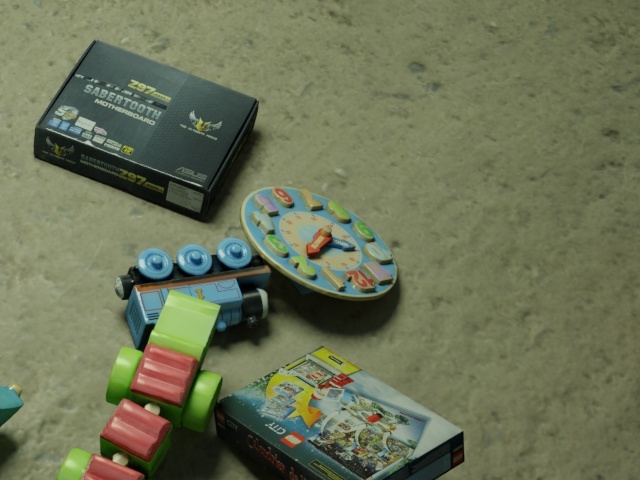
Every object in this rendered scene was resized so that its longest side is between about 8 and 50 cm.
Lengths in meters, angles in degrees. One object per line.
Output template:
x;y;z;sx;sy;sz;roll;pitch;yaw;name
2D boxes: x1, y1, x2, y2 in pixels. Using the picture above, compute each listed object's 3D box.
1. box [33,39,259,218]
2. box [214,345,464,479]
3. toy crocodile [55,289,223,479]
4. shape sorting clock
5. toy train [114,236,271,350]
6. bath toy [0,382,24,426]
-0.215;-0.142;2.098;0.232;0.059;0.183;22;46;5;box
0.017;0.206;1.806;0.159;0.044;0.233;-26;36;-31;box
-0.188;0.200;1.752;0.115;0.105;0.340;22;62;4;toy crocodile
0.000;0.000;2.014;0.206;0.040;0.206;23;33;-16;shape sorting clock
-0.142;0.062;1.932;0.184;0.080;0.105;-8;61;-24;toy train
-0.466;0.084;1.798;0.348;0.129;0.151;52;12;25;bath toy
